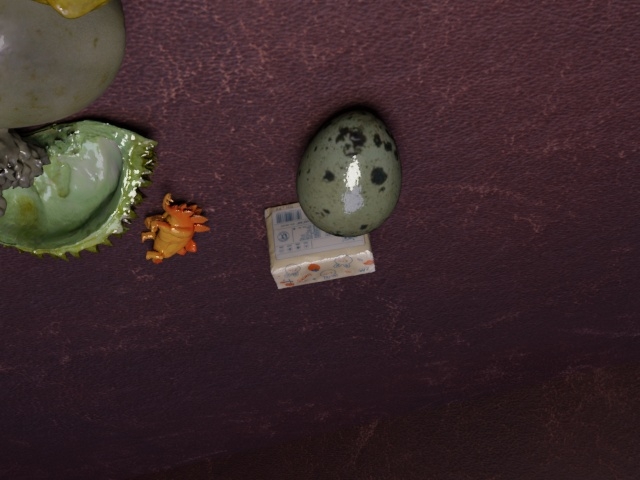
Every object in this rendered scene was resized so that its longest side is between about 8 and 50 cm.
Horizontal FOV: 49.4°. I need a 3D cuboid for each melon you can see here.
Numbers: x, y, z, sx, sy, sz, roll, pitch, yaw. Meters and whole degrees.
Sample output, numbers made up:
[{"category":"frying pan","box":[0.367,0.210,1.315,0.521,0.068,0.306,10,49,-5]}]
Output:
[{"category":"melon","box":[-0.375,-0.248,0.770,0.308,0.272,0.271,29,134,-31]}]

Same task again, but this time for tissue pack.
[{"category":"tissue pack","box":[0.000,0.000,1.339,0.196,0.148,0.092,-10,151,5]}]

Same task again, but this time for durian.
[{"category":"durian","box":[-0.442,-0.077,1.130,0.394,0.163,0.198,-4,146,6]}]

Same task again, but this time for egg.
[{"category":"egg","box":[0.049,-0.111,1.152,0.177,0.177,0.228,0,131,-11]}]

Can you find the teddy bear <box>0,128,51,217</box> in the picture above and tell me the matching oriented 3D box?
[{"category":"teddy bear","box":[-0.531,-0.096,0.914,0.357,0.224,0.367,27,-172,24]}]

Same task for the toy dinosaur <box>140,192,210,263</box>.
[{"category":"toy dinosaur","box":[-0.272,-0.024,1.325,0.117,0.070,0.288,-4,154,-26]}]

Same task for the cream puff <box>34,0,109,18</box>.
[{"category":"cream puff","box":[-0.168,-0.345,0.626,0.274,0.323,0.270,12,157,-12]}]
